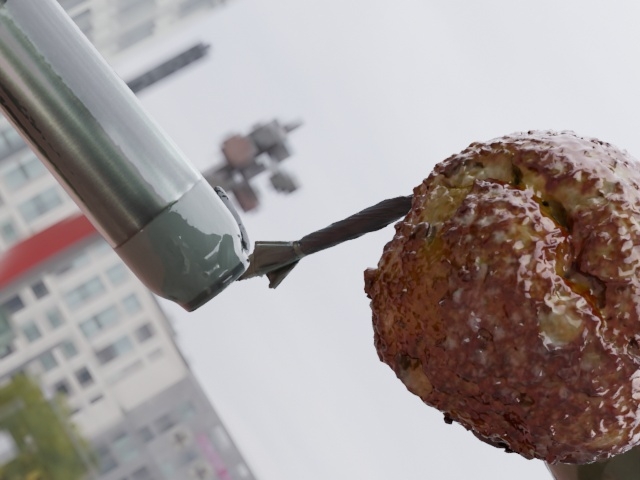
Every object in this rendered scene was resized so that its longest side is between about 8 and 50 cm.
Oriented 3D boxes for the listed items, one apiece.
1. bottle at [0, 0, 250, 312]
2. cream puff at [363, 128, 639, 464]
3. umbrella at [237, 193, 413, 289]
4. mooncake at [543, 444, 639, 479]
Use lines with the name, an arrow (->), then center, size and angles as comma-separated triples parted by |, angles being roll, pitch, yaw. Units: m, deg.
bottle -> -0.144, -0.068, 1.219 | 0.254, 0.096, 0.079 | 51, -45, -6
cream puff -> 0.150, 0.029, 1.209 | 0.240, 0.240, 0.164 | 53, 1, 25
umbrella -> 0.001, 0.005, 1.476 | 0.044, 0.269, 0.044 | -26, 97, -63
mooncake -> 0.304, 0.136, 1.500 | 0.135, 0.275, 0.275 | 66, -14, -15
